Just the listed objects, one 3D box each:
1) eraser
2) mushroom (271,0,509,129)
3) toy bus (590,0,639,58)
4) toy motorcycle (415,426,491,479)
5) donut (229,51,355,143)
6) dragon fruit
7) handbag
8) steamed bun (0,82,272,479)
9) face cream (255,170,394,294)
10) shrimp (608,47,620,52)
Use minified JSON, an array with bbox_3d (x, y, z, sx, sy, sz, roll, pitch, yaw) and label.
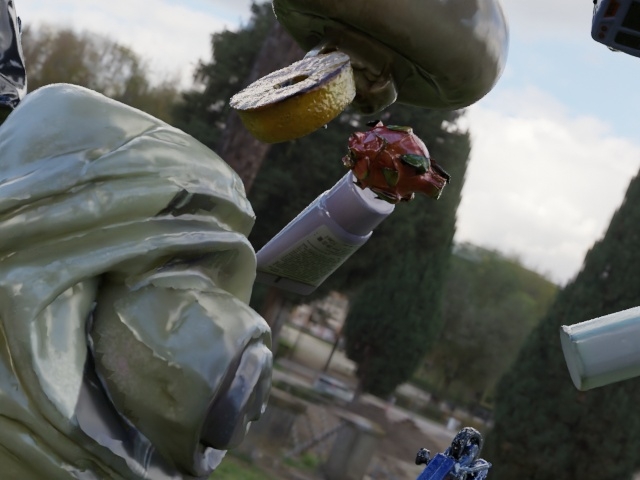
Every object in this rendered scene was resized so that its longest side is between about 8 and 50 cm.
[{"bbox_3d":[0.508,0.138,1.622,0.290,0.104,0.189,-16,-14,9],"label":"eraser"},{"bbox_3d":[0.082,-0.290,1.543,0.362,0.294,0.362,29,-8,4],"label":"mushroom"},{"bbox_3d":[0.397,-0.340,1.290,0.133,0.292,0.125,17,-42,3],"label":"toy bus"},{"bbox_3d":[0.168,0.357,1.546,0.076,0.205,0.114,23,-35,36],"label":"toy motorcycle"},{"bbox_3d":[-0.027,-0.164,1.264,0.152,0.152,0.058,17,-44,57],"label":"donut"},{"bbox_3d":[0.085,-0.081,1.191,0.116,0.081,0.086,19,-45,9],"label":"dragon fruit"},{"bbox_3d":[-0.381,-0.186,1.211,0.088,0.211,0.254,-2,-19,-29],"label":"handbag"},{"bbox_3d":[-0.150,0.086,0.874,0.237,0.394,0.346,17,19,29],"label":"steamed bun"},{"bbox_3d":[0.000,0.000,1.726,0.154,0.274,0.096,15,46,-37],"label":"face cream"},{"bbox_3d":[0.472,-0.387,1.720,0.101,0.190,0.042,17,-10,-41],"label":"shrimp"}]
